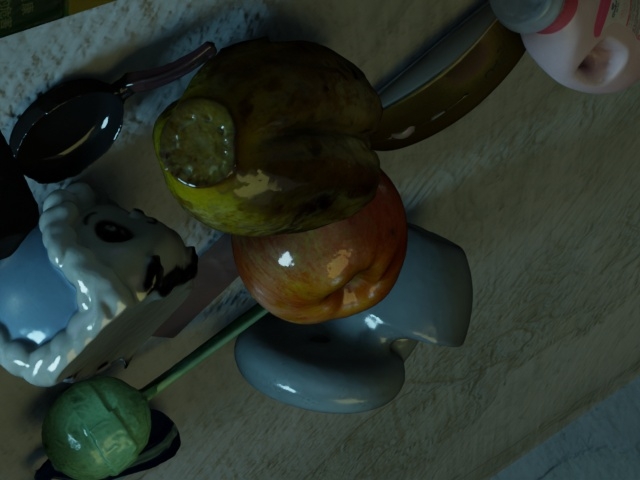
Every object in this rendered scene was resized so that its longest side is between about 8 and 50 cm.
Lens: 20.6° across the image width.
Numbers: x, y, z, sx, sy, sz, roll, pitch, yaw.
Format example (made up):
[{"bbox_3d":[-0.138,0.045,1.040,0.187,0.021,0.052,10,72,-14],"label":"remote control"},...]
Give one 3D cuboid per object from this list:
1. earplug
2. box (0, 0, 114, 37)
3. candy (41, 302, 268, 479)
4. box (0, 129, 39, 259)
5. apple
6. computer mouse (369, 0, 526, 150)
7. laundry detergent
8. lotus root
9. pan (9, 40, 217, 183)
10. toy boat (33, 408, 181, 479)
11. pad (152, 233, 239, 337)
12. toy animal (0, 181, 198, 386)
[{"bbox_3d":[0.047,0.103,2.197,0.325,0.214,0.175,-31,127,-20],"label":"earplug"},{"bbox_3d":[-0.179,-0.241,1.360,0.235,0.034,0.132,-24,137,-31],"label":"box"},{"bbox_3d":[-0.139,0.133,2.095,0.440,0.119,0.119,-35,158,-19],"label":"candy"},{"bbox_3d":[-0.386,-0.047,1.240,0.350,0.211,0.058,-18,161,-40],"label":"box"},{"bbox_3d":[0.000,0.000,1.948,0.209,0.164,0.209,-30,154,-16],"label":"apple"},{"bbox_3d":[0.144,-0.180,1.962,0.245,0.056,0.126,-38,157,5],"label":"computer mouse"},{"bbox_3d":[0.284,-0.248,1.951,0.335,0.088,0.159,3,103,-60],"label":"laundry detergent"},{"bbox_3d":[-0.043,-0.101,1.677,0.193,0.193,0.291,-50,158,26],"label":"lotus root"},{"bbox_3d":[-0.189,-0.128,1.591,0.212,0.040,0.115,-33,156,4],"label":"pan"},{"bbox_3d":[-0.305,0.311,2.220,0.291,0.070,0.210,-42,155,17],"label":"toy boat"},{"bbox_3d":[-0.140,0.050,2.045,0.188,0.006,0.113,-44,157,18],"label":"pad"},{"bbox_3d":[-0.234,0.042,1.707,0.204,0.156,0.208,-48,172,16],"label":"toy animal"}]
